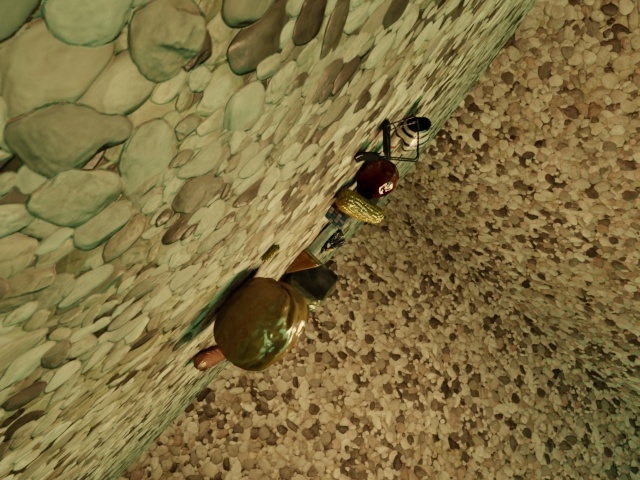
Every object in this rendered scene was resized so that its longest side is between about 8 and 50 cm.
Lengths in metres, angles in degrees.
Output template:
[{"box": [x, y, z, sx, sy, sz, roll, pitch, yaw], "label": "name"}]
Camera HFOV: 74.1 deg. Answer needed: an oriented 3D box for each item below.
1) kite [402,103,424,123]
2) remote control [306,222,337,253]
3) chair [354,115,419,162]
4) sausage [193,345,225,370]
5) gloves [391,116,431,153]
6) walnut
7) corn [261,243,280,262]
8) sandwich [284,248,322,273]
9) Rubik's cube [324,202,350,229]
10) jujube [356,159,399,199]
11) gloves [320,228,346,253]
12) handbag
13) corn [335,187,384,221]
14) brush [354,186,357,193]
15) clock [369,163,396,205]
[{"box": [0.389, -0.529, 1.818, 0.190, 0.010, 0.159, -45, 171, -31], "label": "kite"}, {"box": [0.000, 0.000, 2.223, 0.247, 0.052, 0.104, -49, 173, 31], "label": "remote control"}, {"box": [0.233, -0.346, 1.488, 0.140, 0.221, 0.145, -23, 112, -74], "label": "chair"}, {"box": [-0.504, 0.541, 1.970, 0.088, 0.088, 0.433, -47, 174, -5], "label": "sausage"}, {"box": [0.379, -0.428, 1.785, 0.140, 0.131, 0.219, -37, 163, -19], "label": "gloves"}, {"box": [-0.218, 0.301, 1.510, 0.344, 0.306, 0.306, -51, 173, 10], "label": "walnut"}, {"box": [-0.168, 0.043, 1.445, 0.083, 0.027, 0.028, -46, -166, -14], "label": "corn"}, {"box": [-0.089, 0.140, 2.174, 0.163, 0.113, 0.079, -49, 174, 13], "label": "sandwich"}, {"box": [0.092, -0.124, 1.888, 0.092, 0.092, 0.092, -43, 173, -35], "label": "Rubik's cube"}, {"box": [0.234, -0.248, 1.803, 0.168, 0.168, 0.236, -45, 178, -29], "label": "jujube"}, {"box": [0.055, 0.007, 2.530, 0.180, 0.106, 0.129, -19, 172, 1], "label": "gloves"}, {"box": [-0.085, 0.264, 2.349, 0.240, 0.247, 0.341, -51, 179, 33], "label": "handbag"}, {"box": [0.164, -0.140, 1.803, 0.101, 0.101, 0.310, -50, 141, 14], "label": "corn"}, {"box": [0.213, -0.264, 2.009, 0.067, 0.072, 0.313, -24, 158, -41], "label": "brush"}, {"box": [0.298, -0.265, 2.207, 0.312, 0.061, 0.312, 25, 90, -86], "label": "clock"}]
